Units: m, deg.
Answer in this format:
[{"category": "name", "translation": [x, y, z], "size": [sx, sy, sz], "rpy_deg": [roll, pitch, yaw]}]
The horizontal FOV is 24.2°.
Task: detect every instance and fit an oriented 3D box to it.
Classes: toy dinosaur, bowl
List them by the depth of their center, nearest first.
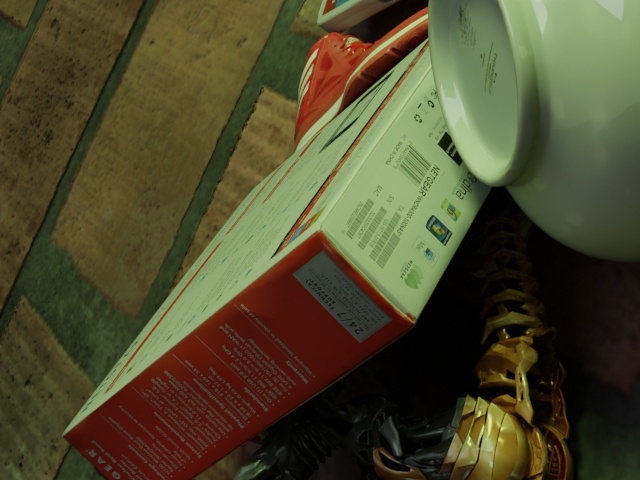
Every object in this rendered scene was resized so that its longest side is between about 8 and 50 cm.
[{"category": "bowl", "translation": [0.149, -0.112, 0.868], "size": [0.298, 0.134, 0.298], "rpy_deg": [169, 90, -76]}, {"category": "toy dinosaur", "translation": [0.092, 0.152, 0.962], "size": [0.218, 0.164, 0.322], "rpy_deg": [1, 52, 41]}]

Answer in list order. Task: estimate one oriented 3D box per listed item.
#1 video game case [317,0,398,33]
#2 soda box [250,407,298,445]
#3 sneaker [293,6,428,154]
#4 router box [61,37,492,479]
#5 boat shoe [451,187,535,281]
[{"category": "video game case", "translation": [0.115, -0.302, 1.244], "size": [0.285, 0.025, 0.204], "rpy_deg": [-21, 45, 49]}, {"category": "soda box", "translation": [-0.047, 0.075, 1.246], "size": [0.058, 0.061, 0.181], "rpy_deg": [-32, 46, 42]}, {"category": "sneaker", "translation": [0.041, -0.153, 1.234], "size": [0.221, 0.087, 0.128], "rpy_deg": [-40, 43, 35]}, {"category": "router box", "translation": [0.000, 0.000, 1.052], "size": [0.301, 0.082, 0.335], "rpy_deg": [-38, 11, 41]}, {"category": "boat shoe", "translation": [0.138, -0.043, 1.056], "size": [0.152, 0.049, 0.056], "rpy_deg": [-63, 32, 6]}]
